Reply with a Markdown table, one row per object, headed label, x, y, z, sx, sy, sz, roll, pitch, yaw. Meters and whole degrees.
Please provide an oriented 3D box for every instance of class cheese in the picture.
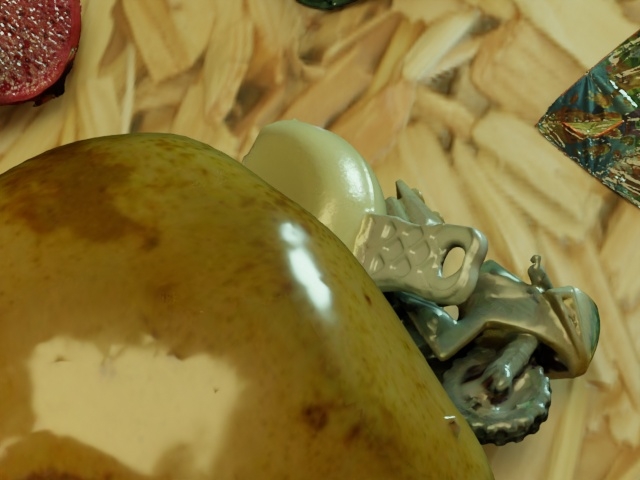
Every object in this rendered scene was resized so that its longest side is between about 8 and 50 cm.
| label | x | y | z | sx | sy | sz | roll | pitch | yaw |
| --- | --- | --- | --- | --- | --- | --- | --- | --- | --- |
| cheese | -0.006 | 0.019 | 1.243 | 0.163 | 0.071 | 0.249 | -56 | 43 | 3 |

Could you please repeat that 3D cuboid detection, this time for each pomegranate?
| label | x | y | z | sx | sy | sz | roll | pitch | yaw |
| --- | --- | --- | --- | --- | --- | --- | --- | --- | --- |
| pomegranate | -0.100 | 0.148 | 1.079 | 0.417 | 0.416 | 0.416 | -2 | 62 | 3 |

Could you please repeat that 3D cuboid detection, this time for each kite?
| label | x | y | z | sx | sy | sz | roll | pitch | yaw |
| --- | --- | --- | --- | --- | --- | --- | --- | --- | --- |
| kite | 0.233 | -0.087 | 1.380 | 0.160 | 0.010 | 0.182 | -2 | 61 | 2 |

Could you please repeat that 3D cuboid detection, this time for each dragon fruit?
| label | x | y | z | sx | sy | sz | roll | pitch | yaw |
| --- | --- | --- | --- | --- | --- | --- | --- | --- | --- |
| dragon fruit | -0.257 | -0.156 | 1.414 | 0.153 | 0.111 | 0.153 | 5 | 81 | -31 |

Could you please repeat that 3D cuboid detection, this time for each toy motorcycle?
| label | x | y | z | sx | sy | sz | roll | pitch | yaw |
| --- | --- | --- | --- | --- | --- | --- | --- | --- | --- |
| toy motorcycle | 0.095 | 0.041 | 1.282 | 0.130 | 0.094 | 0.229 | -28 | 51 | -16 |

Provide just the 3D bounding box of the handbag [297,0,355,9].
| label | x | y | z | sx | sy | sz | roll | pitch | yaw |
| --- | --- | --- | --- | --- | --- | --- | --- | --- | --- |
| handbag | 0.043 | -0.334 | 1.476 | 0.269 | 0.100 | 0.274 | -22 | 63 | -7 |
